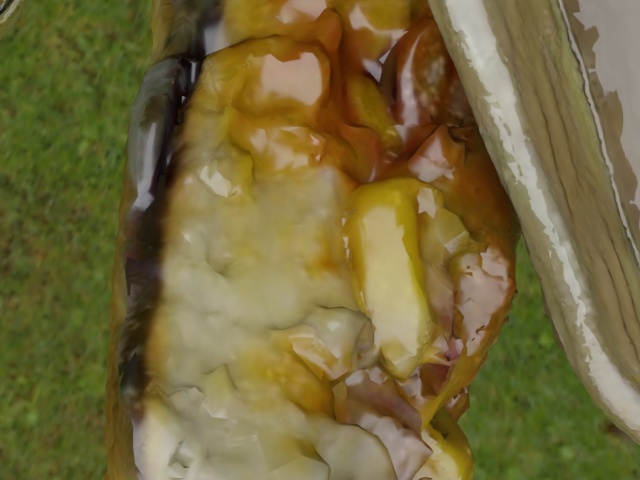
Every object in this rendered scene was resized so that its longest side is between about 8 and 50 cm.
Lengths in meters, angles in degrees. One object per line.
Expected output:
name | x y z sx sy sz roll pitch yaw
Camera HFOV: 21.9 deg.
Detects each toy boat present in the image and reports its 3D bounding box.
toy boat | 0.108 -0.014 0.385 0.116 0.061 0.188 -27 100 -13

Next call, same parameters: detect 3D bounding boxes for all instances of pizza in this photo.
pizza | 0.000 0.000 0.509 0.114 0.409 0.278 8 93 0

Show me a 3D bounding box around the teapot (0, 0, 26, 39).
teapot | -0.366 -0.241 1.524 0.182 0.173 0.270 16 103 45
